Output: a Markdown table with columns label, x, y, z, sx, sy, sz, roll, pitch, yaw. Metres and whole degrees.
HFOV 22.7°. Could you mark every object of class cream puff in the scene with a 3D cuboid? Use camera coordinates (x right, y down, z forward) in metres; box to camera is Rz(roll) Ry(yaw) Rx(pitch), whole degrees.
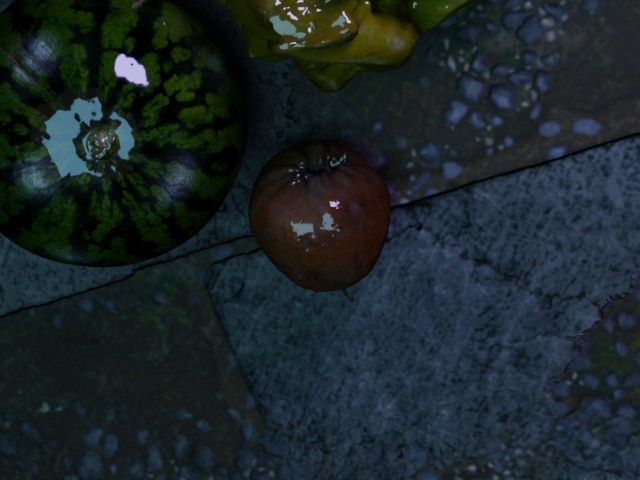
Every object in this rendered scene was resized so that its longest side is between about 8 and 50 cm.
| label | x | y | z | sx | sy | sz | roll | pitch | yaw |
| --- | --- | --- | --- | --- | --- | --- | --- | --- | --- |
| cream puff | 0.029 | -0.294 | 1.424 | 0.324 | 0.257 | 0.291 | -32 | 104 | 21 |

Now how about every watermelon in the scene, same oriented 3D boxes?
| label | x | y | z | sx | sy | sz | roll | pitch | yaw |
| --- | --- | --- | --- | --- | --- | --- | --- | --- | --- |
| watermelon | -0.213 | -0.114 | 1.537 | 0.285 | 0.285 | 0.285 | 4 | 111 | 11 |

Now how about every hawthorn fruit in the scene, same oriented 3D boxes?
| label | x | y | z | sx | sy | sz | roll | pitch | yaw |
| --- | --- | --- | --- | --- | --- | --- | --- | --- | --- |
| hawthorn fruit | 0.000 | -0.005 | 1.593 | 0.149 | 0.149 | 0.189 | 0 | 106 | 13 |
